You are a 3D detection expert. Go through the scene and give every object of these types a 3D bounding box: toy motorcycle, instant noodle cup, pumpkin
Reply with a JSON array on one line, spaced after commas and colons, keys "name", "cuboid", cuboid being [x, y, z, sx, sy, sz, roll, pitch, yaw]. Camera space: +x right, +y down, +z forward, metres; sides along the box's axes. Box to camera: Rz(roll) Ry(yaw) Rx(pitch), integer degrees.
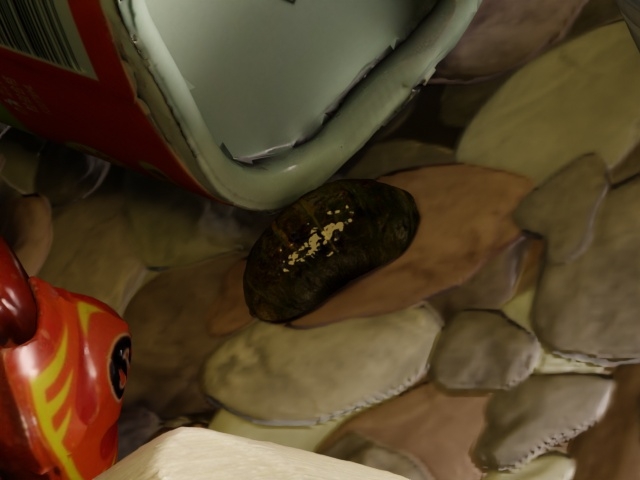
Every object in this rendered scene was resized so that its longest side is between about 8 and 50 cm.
[{"name": "toy motorcycle", "cuboid": [-0.171, 0.053, 0.722, 0.171, 0.089, 0.298, -35, 39, -6]}, {"name": "instant noodle cup", "cuboid": [-0.103, -0.167, 0.793, 0.308, 0.294, 0.294, 27, 66, 38]}, {"name": "pumpkin", "cuboid": [-0.001, -0.001, 0.718, 0.083, 0.028, 0.050, -40, 42, -3]}]

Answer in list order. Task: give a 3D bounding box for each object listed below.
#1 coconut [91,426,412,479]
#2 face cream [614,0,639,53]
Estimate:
[{"name": "coconut", "cuboid": [-0.020, 0.137, 0.481, 0.183, 0.171, 0.171, -30, 38, -12]}, {"name": "face cream", "cuboid": [0.183, -0.154, 0.659, 0.177, 0.153, 0.177, -17, 41, 16]}]
